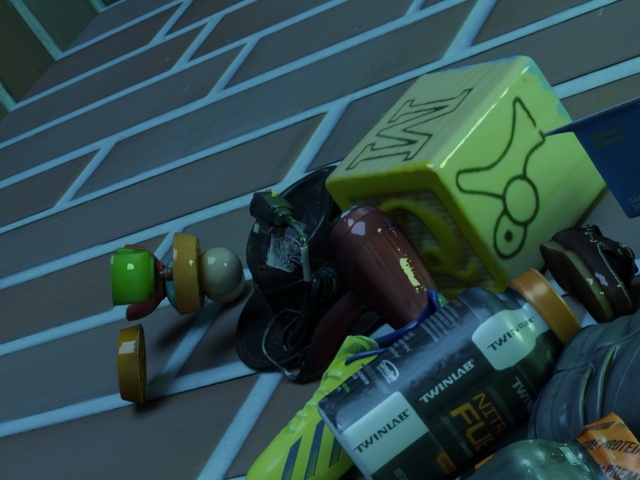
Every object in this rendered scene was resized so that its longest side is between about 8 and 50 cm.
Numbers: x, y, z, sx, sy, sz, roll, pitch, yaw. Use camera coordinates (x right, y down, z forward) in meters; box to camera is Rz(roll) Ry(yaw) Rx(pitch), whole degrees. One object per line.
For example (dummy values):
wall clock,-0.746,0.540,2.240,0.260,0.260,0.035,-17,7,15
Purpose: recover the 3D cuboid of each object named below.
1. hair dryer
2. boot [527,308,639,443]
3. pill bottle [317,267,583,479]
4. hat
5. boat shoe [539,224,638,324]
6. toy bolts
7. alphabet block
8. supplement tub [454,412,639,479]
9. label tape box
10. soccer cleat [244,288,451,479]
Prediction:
hair dryer,0.043,0.064,1.803,0.080,0.224,0.293,-24,28,-36
boot,0.319,0.062,1.451,0.338,0.118,0.222,-43,12,-37
pill bottle,0.128,0.131,1.548,0.245,0.130,0.130,-37,22,-2
hat,0.000,0.000,2.005,0.331,0.134,0.331,-31,22,14
boat shoe,0.272,0.024,1.622,0.073,0.073,0.207,-24,17,0
toy bolts,-0.174,0.088,2.113,0.158,0.218,0.228,-2,10,-1
alphabet block,0.161,-0.063,1.823,0.193,0.192,0.197,-7,34,53
supplement tub,0.113,0.281,1.167,0.338,0.207,0.207,-34,22,2
label tape box,0.387,-0.111,1.525,0.240,0.106,0.333,-21,0,34
soccer cleat,0.031,0.156,1.655,0.289,0.121,0.093,-35,22,2
